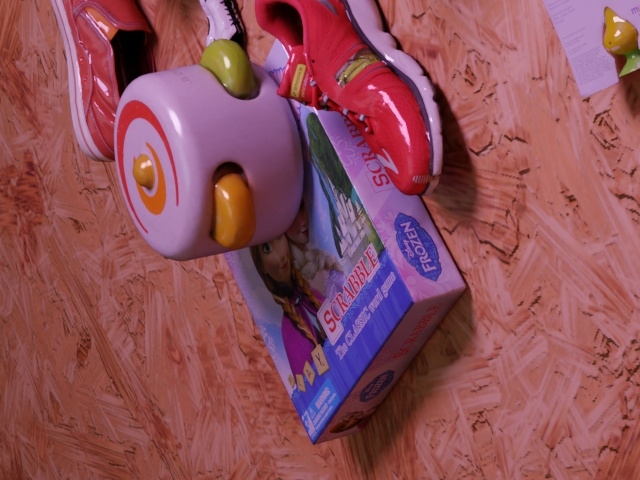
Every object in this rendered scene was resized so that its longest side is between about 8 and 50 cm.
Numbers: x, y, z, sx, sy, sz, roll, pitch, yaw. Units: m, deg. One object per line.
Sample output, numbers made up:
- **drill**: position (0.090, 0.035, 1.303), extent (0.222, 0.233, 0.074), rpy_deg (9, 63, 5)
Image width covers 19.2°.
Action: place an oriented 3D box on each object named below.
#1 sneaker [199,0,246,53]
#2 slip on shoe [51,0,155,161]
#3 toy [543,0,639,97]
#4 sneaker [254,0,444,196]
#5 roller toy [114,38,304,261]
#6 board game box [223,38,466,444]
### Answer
- **sneaker**: position (-0.102, -0.244, 2.059), extent (0.044, 0.040, 0.109), rpy_deg (8, 114, 43)
- **slip on shoe**: position (-0.252, -0.262, 2.266), extent (0.101, 0.123, 0.331), rpy_deg (-10, 89, 30)
- **toy**: position (0.210, -0.241, 1.454), extent (0.137, 0.056, 0.237), rpy_deg (-23, 87, 58)
- **sneaker**: position (0.021, -0.141, 1.782), extent (0.279, 0.118, 0.107), rpy_deg (59, 150, 30)
- **roller toy**: position (-0.119, -0.078, 1.897), extent (0.191, 0.146, 0.209), rpy_deg (-35, 71, 61)
- **board game box**: position (0.000, 0.000, 1.944), extent (0.318, 0.066, 0.318), rpy_deg (63, 150, 23)
